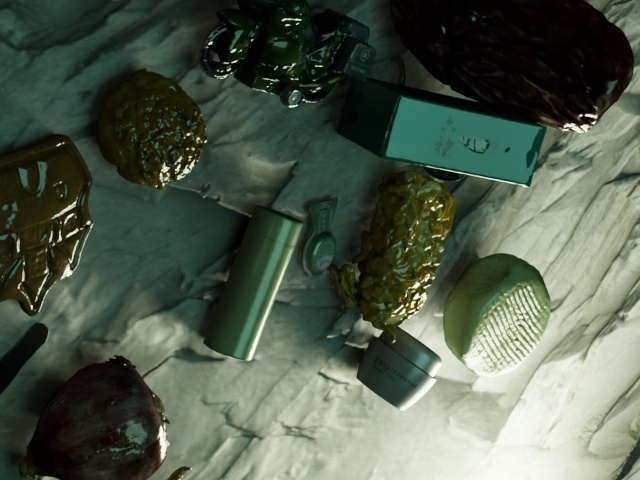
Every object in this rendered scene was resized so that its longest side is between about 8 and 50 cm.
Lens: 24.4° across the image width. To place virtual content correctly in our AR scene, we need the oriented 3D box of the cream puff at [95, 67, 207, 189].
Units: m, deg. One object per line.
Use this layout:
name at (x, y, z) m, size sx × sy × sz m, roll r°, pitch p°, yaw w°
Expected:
cream puff at (-0.192, -0.127, 1.744) m, size 0.126 × 0.103 × 0.144 m, roll -52°, pitch 146°, yaw -18°

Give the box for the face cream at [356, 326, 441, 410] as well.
face cream at (0.120, 0.194, 2.268) m, size 0.104 × 0.117 × 0.117 m, roll -54°, pitch 141°, yaw 1°

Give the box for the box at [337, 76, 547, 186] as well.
box at (0.168, -0.152, 2.045) m, size 0.245 × 0.153 × 0.092 m, roll 10°, pitch 103°, yaw -28°

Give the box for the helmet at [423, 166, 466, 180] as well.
helmet at (0.198, -0.149, 2.197) m, size 0.098 × 0.070 × 0.123 m, roll 38°, pitch 96°, yaw -11°

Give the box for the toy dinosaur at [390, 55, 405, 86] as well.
toy dinosaur at (0.118, -0.176, 2.127) m, size 0.058 × 0.037 × 0.180 m, roll -26°, pitch 125°, yaw -13°

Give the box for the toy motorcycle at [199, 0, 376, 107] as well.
toy motorcycle at (-0.033, -0.267, 1.849) m, size 0.275 × 0.125 × 0.187 m, roll 11°, pitch 110°, yaw -53°

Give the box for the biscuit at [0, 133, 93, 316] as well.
biscuit at (-0.335, -0.008, 1.699) m, size 0.182 × 0.034 × 0.215 m, roll -24°, pitch 126°, yaw -40°

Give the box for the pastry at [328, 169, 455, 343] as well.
pastry at (0.109, 0.019, 2.171) m, size 0.154 × 0.102 × 0.250 m, roll 13°, pitch 99°, yaw -50°

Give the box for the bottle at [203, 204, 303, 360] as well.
bottle at (-0.090, 0.057, 1.987) m, size 0.072 × 0.072 × 0.201 m, roll 15°, pitch 98°, yaw -51°

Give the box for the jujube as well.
jujube at (0.267, -0.285, 2.014) m, size 0.216 × 0.342 × 0.216 m, roll -49°, pitch 164°, yaw -19°

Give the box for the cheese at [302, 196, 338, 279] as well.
cheese at (0.000, 0.000, 2.096) m, size 0.067 × 0.026 × 0.120 m, roll -17°, pitch 121°, yaw -44°

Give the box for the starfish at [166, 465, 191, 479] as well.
starfish at (-0.312, 0.400, 1.906) m, size 0.301 × 0.084 × 0.293 m, roll -58°, pitch 143°, yaw -3°

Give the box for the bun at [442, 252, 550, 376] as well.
bun at (0.280, 0.115, 2.420) m, size 0.221 × 0.108 × 0.221 m, roll -26°, pitch 133°, yaw -31°

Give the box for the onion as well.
onion at (-0.283, 0.241, 1.811) m, size 0.195 × 0.159 × 0.159 m, roll -26°, pitch 132°, yaw -7°

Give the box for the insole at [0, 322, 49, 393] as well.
insole at (-0.373, 0.151, 1.764) m, size 0.135 × 0.002 × 0.045 m, roll -49°, pitch 140°, yaw -19°
